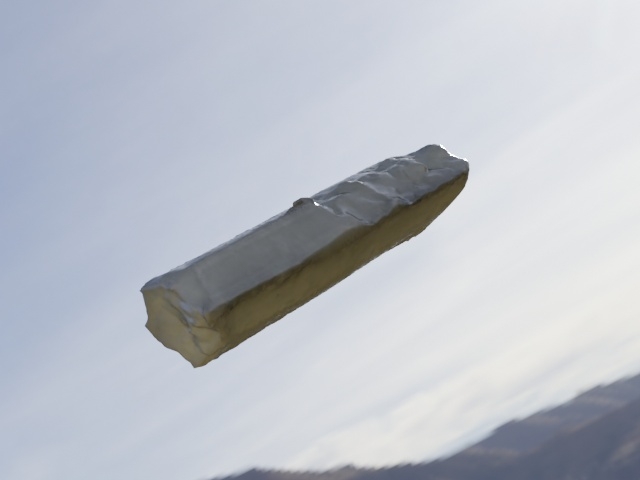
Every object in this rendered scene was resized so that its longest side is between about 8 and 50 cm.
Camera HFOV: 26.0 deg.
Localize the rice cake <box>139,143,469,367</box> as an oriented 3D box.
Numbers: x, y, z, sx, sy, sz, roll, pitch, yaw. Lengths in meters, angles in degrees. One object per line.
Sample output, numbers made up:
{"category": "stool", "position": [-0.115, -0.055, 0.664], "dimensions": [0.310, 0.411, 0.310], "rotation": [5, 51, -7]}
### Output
{"category": "rice cake", "position": [0.000, 0.000, 0.768], "dimensions": [0.057, 0.052, 0.256], "rotation": [-34, -3, 42]}
